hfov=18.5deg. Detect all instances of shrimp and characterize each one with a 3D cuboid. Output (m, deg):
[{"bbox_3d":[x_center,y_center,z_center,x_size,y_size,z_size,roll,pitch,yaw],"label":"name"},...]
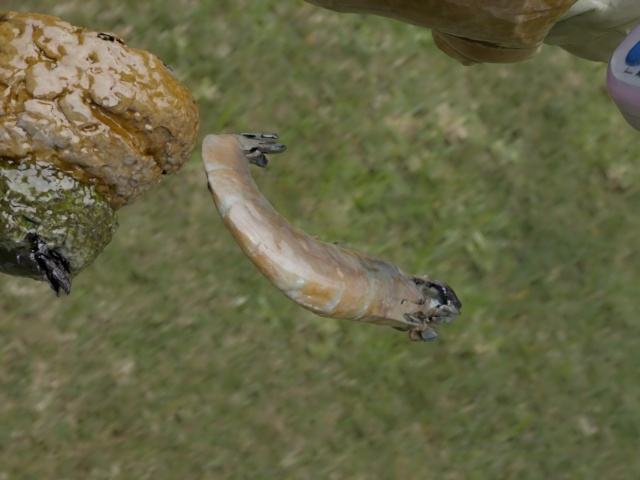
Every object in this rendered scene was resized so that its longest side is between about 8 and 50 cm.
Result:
[{"bbox_3d":[0.000,0.000,1.211,0.219,0.046,0.152,23,25,-47],"label":"shrimp"}]

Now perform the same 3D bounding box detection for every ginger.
[{"bbox_3d":[0.074,-0.204,1.388,0.221,0.275,0.130,56,43,-59],"label":"ginger"}]

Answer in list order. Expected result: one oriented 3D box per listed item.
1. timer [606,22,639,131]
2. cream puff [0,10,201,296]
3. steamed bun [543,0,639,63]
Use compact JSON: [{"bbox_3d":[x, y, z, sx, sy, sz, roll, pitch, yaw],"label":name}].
[{"bbox_3d":[0.296,-0.128,1.281,0.191,0.208,0.069,-40,114,-10],"label":"timer"},{"bbox_3d":[-0.186,-0.047,1.348,0.183,0.183,0.169,27,71,-24],"label":"cream puff"},{"bbox_3d":[0.198,-0.264,1.518,0.207,0.280,0.268,-38,69,-23],"label":"steamed bun"}]
